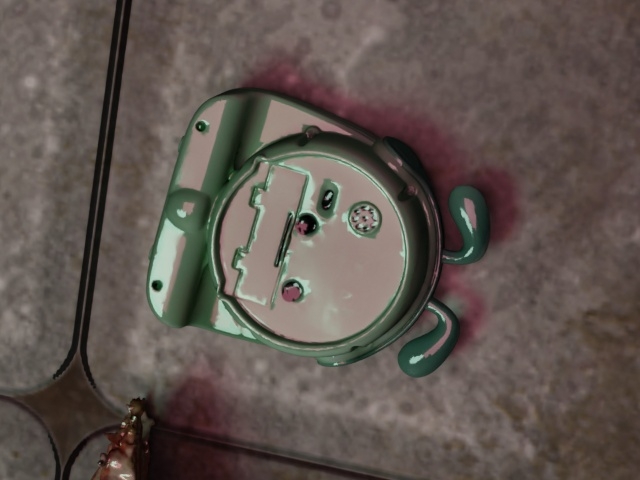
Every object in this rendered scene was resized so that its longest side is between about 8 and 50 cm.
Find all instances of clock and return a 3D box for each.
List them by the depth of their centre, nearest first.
[{"bbox_3d":[0.000,0.000,1.147,0.188,0.060,0.148,16,102,10],"label":"clock"}]

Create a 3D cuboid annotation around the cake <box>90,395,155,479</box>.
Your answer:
[{"bbox_3d":[-0.154,0.222,1.200,0.135,0.098,0.287,15,102,11],"label":"cake"}]
